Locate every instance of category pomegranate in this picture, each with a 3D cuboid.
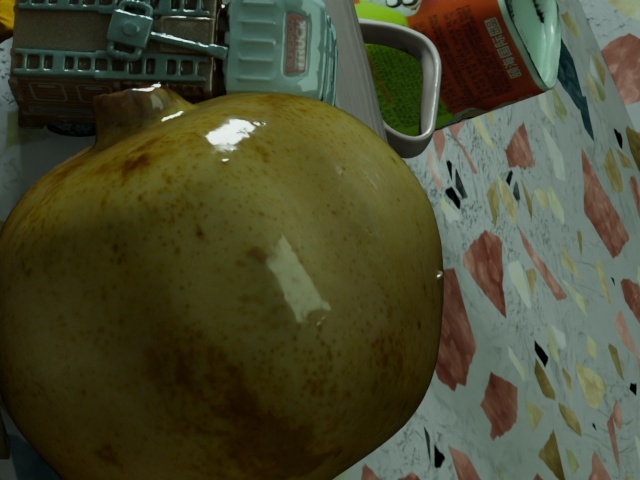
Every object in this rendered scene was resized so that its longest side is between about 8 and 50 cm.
[{"bbox_3d":[-0.088,0.042,1.540,0.416,0.416,0.417,44,36,-44],"label":"pomegranate"}]

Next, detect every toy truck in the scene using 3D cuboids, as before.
[{"bbox_3d":[-0.137,-0.173,1.683,0.162,0.305,0.136,89,4,-79],"label":"toy truck"}]

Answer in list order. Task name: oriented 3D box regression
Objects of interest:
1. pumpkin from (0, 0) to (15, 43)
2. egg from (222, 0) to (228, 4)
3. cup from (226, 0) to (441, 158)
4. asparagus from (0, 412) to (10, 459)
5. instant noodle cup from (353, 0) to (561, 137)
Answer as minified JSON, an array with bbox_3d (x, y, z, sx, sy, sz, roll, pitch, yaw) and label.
[{"bbox_3d":[-0.344,-0.266,1.615,0.290,0.095,0.258,-72,147,-53],"label":"pumpkin"},{"bbox_3d":[-0.155,-0.177,1.854,0.169,0.169,0.236,19,51,-59],"label":"egg"},{"bbox_3d":[-0.014,-0.163,2.009,0.208,0.288,0.273,52,25,-62],"label":"cup"},{"bbox_3d":[-0.330,0.073,1.437,0.287,0.080,0.080,59,27,-24],"label":"asparagus"},{"bbox_3d":[0.130,-0.266,2.305,0.294,0.308,0.294,43,40,-50],"label":"instant noodle cup"}]
